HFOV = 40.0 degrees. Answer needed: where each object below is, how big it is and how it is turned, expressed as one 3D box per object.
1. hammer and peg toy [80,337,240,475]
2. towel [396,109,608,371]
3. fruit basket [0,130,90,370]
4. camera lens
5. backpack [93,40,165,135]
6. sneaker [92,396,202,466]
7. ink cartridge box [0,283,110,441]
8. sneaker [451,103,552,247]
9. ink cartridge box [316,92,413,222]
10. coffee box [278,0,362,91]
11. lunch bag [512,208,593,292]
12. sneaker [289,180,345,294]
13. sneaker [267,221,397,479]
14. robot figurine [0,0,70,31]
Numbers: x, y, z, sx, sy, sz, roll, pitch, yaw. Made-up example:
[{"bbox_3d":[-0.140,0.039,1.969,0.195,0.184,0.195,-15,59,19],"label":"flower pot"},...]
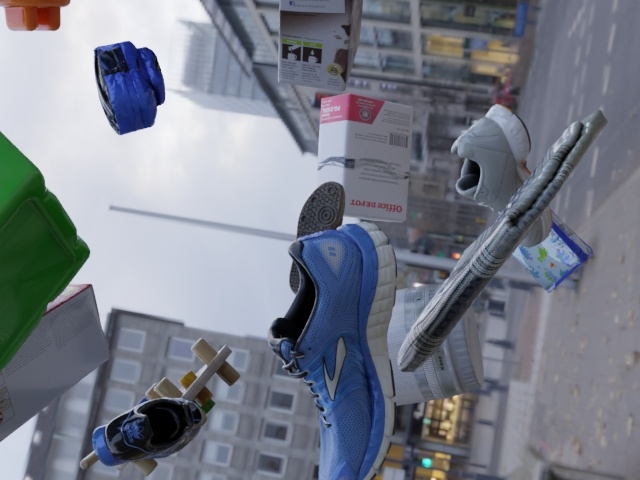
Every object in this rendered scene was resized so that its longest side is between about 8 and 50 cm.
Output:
[{"bbox_3d":[-0.348,0.393,1.902,0.361,0.127,0.266,-44,3,25],"label":"hammer and peg toy"},{"bbox_3d":[0.234,-0.006,1.165,0.324,0.056,0.312,-43,-13,-43],"label":"towel"},{"bbox_3d":[-0.439,0.016,0.759,0.283,0.392,0.392,86,-165,-65],"label":"fruit basket"},{"bbox_3d":[0.158,0.204,1.691,0.219,0.274,0.219,-11,-90,-75],"label":"camera lens"},{"bbox_3d":[-0.281,-0.224,1.302,0.098,0.101,0.120,89,165,-64],"label":"backpack"},{"bbox_3d":[-0.213,0.258,1.223,0.081,0.091,0.232,68,-160,8],"label":"sneaker"},{"bbox_3d":[-0.507,0.176,1.241,0.309,0.272,0.130,-43,-53,-60],"label":"ink cartridge box"},{"bbox_3d":[0.273,-0.081,1.371,0.262,0.121,0.099,62,172,-33],"label":"sneaker"},{"bbox_3d":[0.088,-0.160,1.761,0.100,0.172,0.237,2,88,54],"label":"ink cartridge box"},{"bbox_3d":[0.007,-0.411,1.392,0.168,0.119,0.297,-75,-8,-46],"label":"coffee box"},{"bbox_3d":[0.410,0.008,1.571,0.096,0.129,0.151,-41,-13,-9],"label":"lunch bag"},{"bbox_3d":[0.000,0.000,1.392,0.071,0.066,0.188,21,-92,-63],"label":"sneaker"},{"bbox_3d":[0.004,0.144,1.058,0.130,0.147,0.329,-166,74,-70],"label":"sneaker"},{"bbox_3d":[-0.472,-0.451,1.424,0.128,0.158,0.219,-129,37,-72],"label":"robot figurine"}]
